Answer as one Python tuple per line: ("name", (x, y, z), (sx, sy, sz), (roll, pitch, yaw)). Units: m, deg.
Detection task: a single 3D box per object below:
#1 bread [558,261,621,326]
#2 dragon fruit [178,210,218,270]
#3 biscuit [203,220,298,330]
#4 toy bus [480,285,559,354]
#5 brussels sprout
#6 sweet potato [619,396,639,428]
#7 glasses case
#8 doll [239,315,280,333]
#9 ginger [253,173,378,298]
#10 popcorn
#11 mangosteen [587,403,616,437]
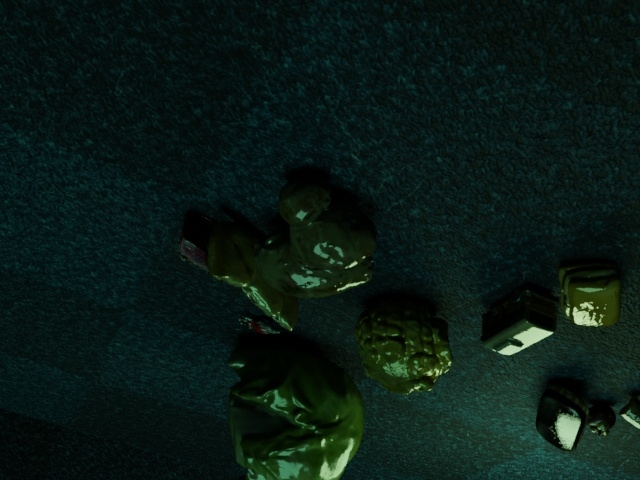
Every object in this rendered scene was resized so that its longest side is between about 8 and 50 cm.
("bread", (0.547, 0.115, 1.696), (0.116, 0.077, 0.200), (-7, 146, 14))
("dragon fruit", (-0.243, 0.015, 1.774), (0.147, 0.102, 0.096), (33, 137, -15))
("biscuit", (-0.134, 0.064, 1.757), (0.045, 0.154, 0.299), (-13, 143, 32))
("toy bus", (0.427, 0.180, 1.809), (0.091, 0.103, 0.182), (21, 149, -14))
("brussels sprout", (-0.064, 0.482, 2.262), (0.361, 0.425, 0.342), (-7, -164, -11))
("sweet potato", (0.901, 0.456, 2.146), (0.285, 0.085, 0.112), (11, -175, -20))
("glasses case", (0.641, 0.477, 2.225), (0.122, 0.082, 0.321), (35, 160, 27))
("doll", (-0.154, 0.217, 2.136), (0.114, 0.039, 0.057), (14, 122, 15))
("ginger", (0.000, 0.000, 1.631), (0.244, 0.155, 0.304), (20, 141, 0))
("popcorn", (0.194, 0.247, 1.933), (0.250, 0.190, 0.250), (20, 153, 10))
("mangosteen", (0.742, 0.473, 2.216), (0.081, 0.081, 0.081), (9, 149, 5))
